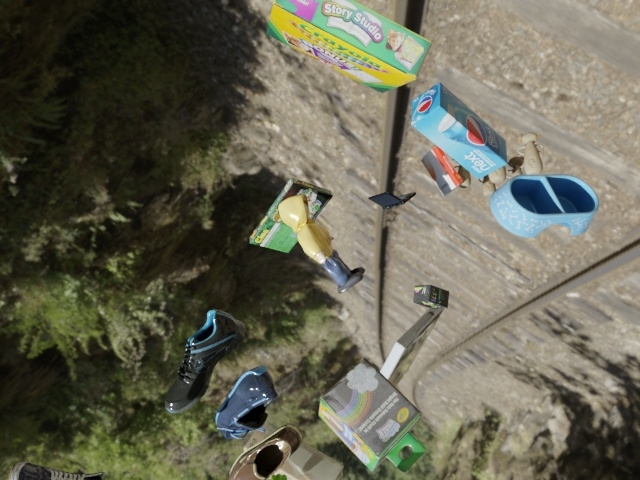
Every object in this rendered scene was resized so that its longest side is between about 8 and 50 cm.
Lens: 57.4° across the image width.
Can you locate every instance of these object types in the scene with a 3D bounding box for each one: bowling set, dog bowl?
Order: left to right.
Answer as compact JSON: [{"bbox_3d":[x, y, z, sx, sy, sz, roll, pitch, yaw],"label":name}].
[{"bbox_3d":[0.591,-0.230,1.940,0.287,0.154,0.200,-7,154,19],"label":"bowling set"},{"bbox_3d":[0.591,-0.098,1.523,0.074,0.297,0.166,112,150,-52],"label":"dog bowl"}]

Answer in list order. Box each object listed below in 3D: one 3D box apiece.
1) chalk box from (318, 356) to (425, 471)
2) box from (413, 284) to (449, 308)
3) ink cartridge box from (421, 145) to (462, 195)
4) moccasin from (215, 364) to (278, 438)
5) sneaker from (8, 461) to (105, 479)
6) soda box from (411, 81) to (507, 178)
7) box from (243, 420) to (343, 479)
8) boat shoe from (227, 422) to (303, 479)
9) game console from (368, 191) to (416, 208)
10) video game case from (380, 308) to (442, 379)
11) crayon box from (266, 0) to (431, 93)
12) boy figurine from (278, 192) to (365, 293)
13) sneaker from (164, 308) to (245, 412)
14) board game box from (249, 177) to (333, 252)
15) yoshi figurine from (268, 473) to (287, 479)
[{"bbox_3d":[0.115,0.375,1.201,0.213,0.132,0.132,44,156,20],"label":"chalk box"},{"bbox_3d":[0.315,0.161,1.666,0.083,0.052,0.062,19,161,-33],"label":"box"},{"bbox_3d":[0.382,-0.220,1.851,0.145,0.045,0.179,59,-177,6],"label":"ink cartridge box"},{"bbox_3d":[-0.215,0.495,1.672,0.117,0.137,0.342,51,141,25],"label":"moccasin"},{"bbox_3d":[-0.604,0.581,1.375,0.282,0.153,0.099,86,177,-54],"label":"sneaker"},{"bbox_3d":[0.269,-0.207,1.126,0.210,0.067,0.071,29,141,-31],"label":"soda box"},{"bbox_3d":[-0.088,0.734,1.914,0.311,0.121,0.148,24,140,18],"label":"box"},{"bbox_3d":[-0.155,0.565,1.479,0.095,0.257,0.095,42,-167,4],"label":"boat shoe"},{"bbox_3d":[0.244,-0.152,1.993,0.071,0.107,0.122,59,153,-11],"label":"game console"},{"bbox_3d":[0.246,0.366,1.789,0.036,0.329,0.300,34,-146,20],"label":"video game case"},{"bbox_3d":[0.054,-0.500,1.446,0.362,0.106,0.313,24,-175,-11],"label":"crayon box"},{"bbox_3d":[0.000,0.000,1.550,0.285,0.092,0.177,54,-163,-4],"label":"boy figurine"},{"bbox_3d":[-0.383,0.364,1.798,0.125,0.341,0.140,19,160,45],"label":"sneaker"},{"bbox_3d":[-0.088,-0.067,1.695,0.136,0.260,0.030,15,-139,-32],"label":"board game box"},{"bbox_3d":[-0.161,0.757,1.624,0.362,0.204,0.203,12,154,-24],"label":"yoshi figurine"}]
